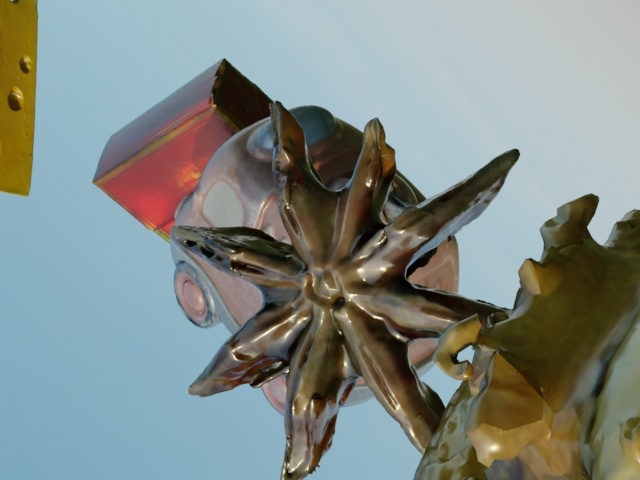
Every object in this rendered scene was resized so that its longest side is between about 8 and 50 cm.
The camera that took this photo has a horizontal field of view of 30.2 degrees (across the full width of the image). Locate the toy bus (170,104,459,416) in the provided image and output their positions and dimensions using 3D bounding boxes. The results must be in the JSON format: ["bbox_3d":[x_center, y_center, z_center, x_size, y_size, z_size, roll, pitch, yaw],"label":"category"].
[{"bbox_3d":[0.000,0.000,1.103,0.197,0.232,0.294,-25,-126,-32],"label":"toy bus"}]

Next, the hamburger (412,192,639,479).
[{"bbox_3d":[0.207,0.103,0.547,0.445,0.268,0.287,-2,-114,-42],"label":"hamburger"}]

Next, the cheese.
[{"bbox_3d":[-0.300,-0.138,1.029,0.126,0.171,0.093,22,-172,26],"label":"cheese"}]

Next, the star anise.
[{"bbox_3d":[0.019,0.029,0.807,0.288,0.288,0.088,51,-163,11],"label":"star anise"}]

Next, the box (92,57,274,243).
[{"bbox_3d":[-0.076,-0.041,1.360,0.313,0.197,0.089,41,-141,-29],"label":"box"}]
